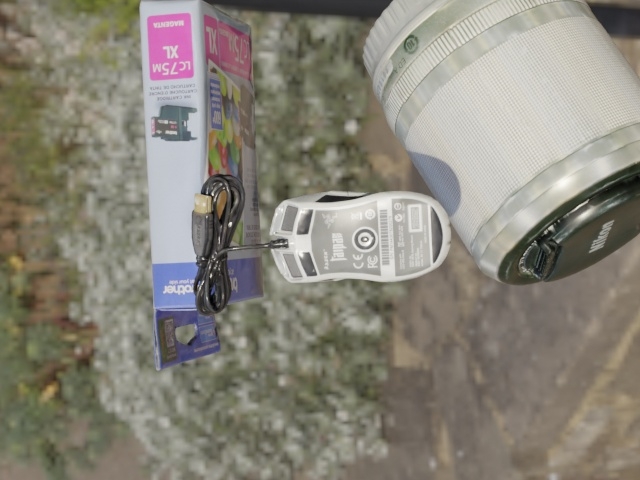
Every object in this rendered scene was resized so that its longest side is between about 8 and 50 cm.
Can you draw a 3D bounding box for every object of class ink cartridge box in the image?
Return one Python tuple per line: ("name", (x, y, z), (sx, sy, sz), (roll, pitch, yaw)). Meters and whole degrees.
("ink cartridge box", (-0.101, -0.048, 1.343), (0.186, 0.065, 0.311), (-2, -88, -78))

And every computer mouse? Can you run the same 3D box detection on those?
("computer mouse", (0.000, 0.000, 1.127), (0.042, 0.193, 0.106), (-98, 6, -80))

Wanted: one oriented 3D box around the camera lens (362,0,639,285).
("camera lens", (0.190, -0.113, 1.420), (0.274, 0.219, 0.219), (59, 147, 20))
